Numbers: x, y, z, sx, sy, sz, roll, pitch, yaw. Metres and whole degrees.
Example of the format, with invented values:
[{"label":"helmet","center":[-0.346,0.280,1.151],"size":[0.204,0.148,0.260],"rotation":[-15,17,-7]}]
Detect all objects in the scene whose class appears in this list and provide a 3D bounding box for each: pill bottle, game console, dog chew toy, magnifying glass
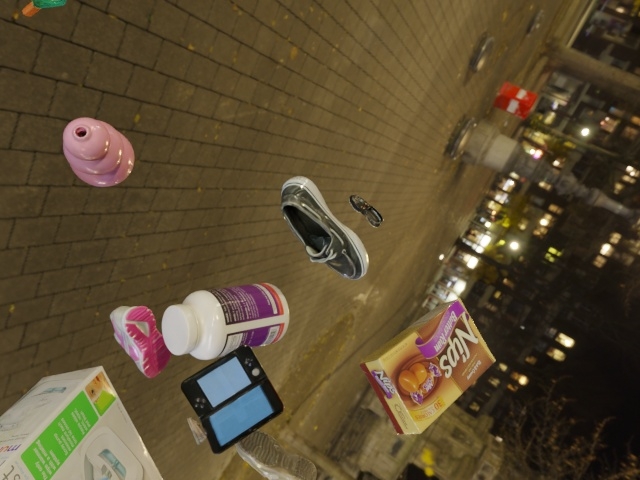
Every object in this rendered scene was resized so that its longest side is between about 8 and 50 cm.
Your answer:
[{"label":"pill bottle","center":[-0.252,0.217,1.306],"size":[0.323,0.181,0.181],"rotation":[-2,123,-48]},{"label":"game console","center":[-0.159,0.280,0.864],"size":[0.144,0.124,0.085],"rotation":[-30,-168,-13]},{"label":"dog chew toy","center":[-0.728,-0.295,1.560],"size":[0.206,0.207,0.332],"rotation":[-56,-174,-12]},{"label":"magnifying glass","center":[-0.824,-0.702,1.414],"size":[0.092,0.231,0.026],"rotation":[0,91,-48]}]

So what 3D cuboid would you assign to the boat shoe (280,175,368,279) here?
[{"label":"boat shoe","center":[0.000,0.000,1.188],"size":[0.121,0.335,0.119],"rotation":[-20,-146,34]}]

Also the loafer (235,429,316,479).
[{"label":"loafer","center":[-0.144,0.661,1.430],"size":[0.092,0.269,0.102],"rotation":[-57,-178,33]}]

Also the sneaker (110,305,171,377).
[{"label":"sneaker","center":[-0.496,0.269,1.326],"size":[0.103,0.111,0.252],"rotation":[-40,133,-41]}]

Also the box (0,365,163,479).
[{"label":"box","center":[-0.378,0.365,0.702],"size":[0.231,0.127,0.261],"rotation":[-67,140,-69]}]

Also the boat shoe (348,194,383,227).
[{"label":"boat shoe","center":[0.145,-0.099,1.515],"size":[0.049,0.133,0.042],"rotation":[-42,175,-24]}]

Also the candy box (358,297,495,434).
[{"label":"candy box","center":[0.155,0.171,0.676],"size":[0.187,0.109,0.053],"rotation":[-25,174,-35]}]

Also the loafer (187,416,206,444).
[{"label":"loafer","center":[-0.471,0.721,1.836],"size":[0.039,0.125,0.045],"rotation":[-23,128,-21]}]
